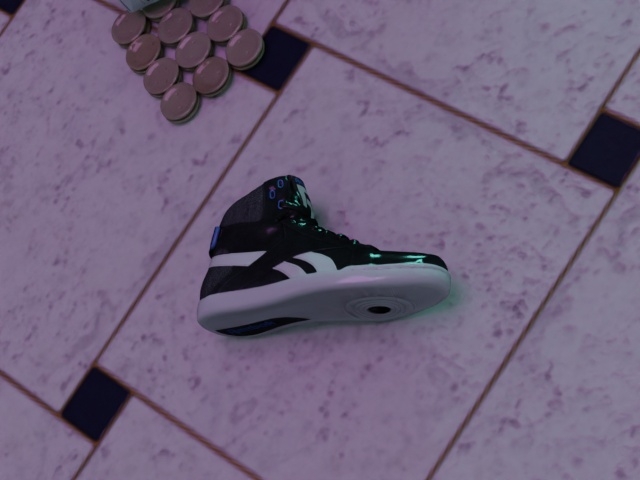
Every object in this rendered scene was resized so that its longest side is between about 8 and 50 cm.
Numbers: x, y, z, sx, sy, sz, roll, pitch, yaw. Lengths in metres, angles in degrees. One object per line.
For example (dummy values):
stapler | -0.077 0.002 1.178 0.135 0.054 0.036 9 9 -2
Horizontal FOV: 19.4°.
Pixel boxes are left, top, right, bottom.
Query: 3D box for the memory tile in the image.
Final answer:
memory tile | -0.119 -0.178 1.658 0.113 0.012 0.148 -40 54 7

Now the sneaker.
sneaker | 0.000 0.000 1.457 0.217 0.079 0.121 -9 64 27

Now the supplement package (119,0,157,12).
supplement package | -0.126 -0.347 1.653 0.203 0.149 0.194 -22 51 19
